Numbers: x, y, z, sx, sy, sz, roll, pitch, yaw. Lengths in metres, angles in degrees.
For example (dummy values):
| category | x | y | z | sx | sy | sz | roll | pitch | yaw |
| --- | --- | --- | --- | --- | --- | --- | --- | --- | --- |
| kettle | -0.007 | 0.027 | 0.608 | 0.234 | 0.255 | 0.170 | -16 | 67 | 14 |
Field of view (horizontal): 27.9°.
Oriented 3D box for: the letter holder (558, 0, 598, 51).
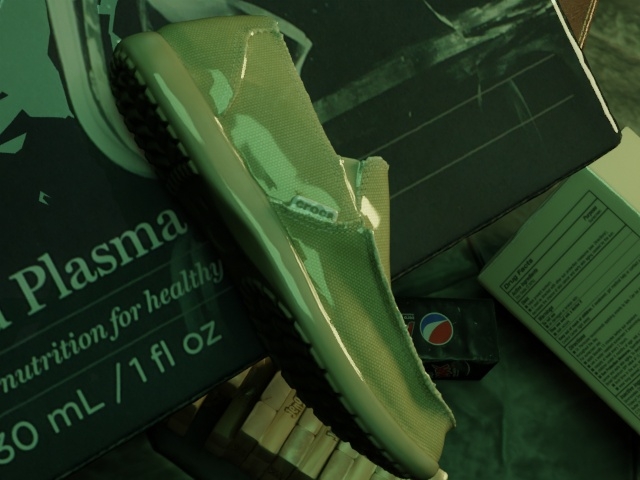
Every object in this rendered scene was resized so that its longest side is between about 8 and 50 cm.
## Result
| category | x | y | z | sx | sy | sz | roll | pitch | yaw |
| --- | --- | --- | --- | --- | --- | --- | --- | --- | --- |
| letter holder | 0.083 | -0.223 | 1.159 | 0.301 | 0.152 | 0.214 | 21 | 65 | -3 |

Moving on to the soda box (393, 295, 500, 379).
| category | x | y | z | sx | sy | sz | roll | pitch | yaw |
| --- | --- | --- | --- | --- | --- | --- | --- | --- | --- |
| soda box | 0.059 | 0.081 | 1.065 | 0.168 | 0.053 | 0.060 | 2 | 66 | -12 |

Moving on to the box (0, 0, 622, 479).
| category | x | y | z | sx | sy | sz | roll | pitch | yaw |
| --- | --- | --- | --- | --- | --- | --- | --- | --- | --- |
| box | -0.154 | -0.147 | 0.804 | 0.480 | 0.297 | 0.472 | -30 | 96 | -22 |

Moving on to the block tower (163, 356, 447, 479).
| category | x | y | z | sx | sy | sz | roll | pitch | yaw |
| --- | --- | --- | --- | --- | --- | --- | --- | --- | --- |
| block tower | -0.063 | 0.116 | 1.001 | 0.335 | 0.097 | 0.091 | 32 | 63 | 1 |

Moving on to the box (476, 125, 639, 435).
| category | x | y | z | sx | sy | sz | roll | pitch | yaw |
| --- | --- | --- | --- | --- | --- | --- | --- | --- | --- |
| box | 0.273 | 0.045 | 1.060 | 0.232 | 0.149 | 0.127 | 45 | 35 | 9 |

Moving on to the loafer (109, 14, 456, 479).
| category | x | y | z | sx | sy | sz | roll | pitch | yaw |
| --- | --- | --- | --- | --- | --- | --- | --- | --- | --- |
| loafer | 0.000 | 0.000 | 0.644 | 0.092 | 0.102 | 0.268 | -35 | 102 | -15 |
